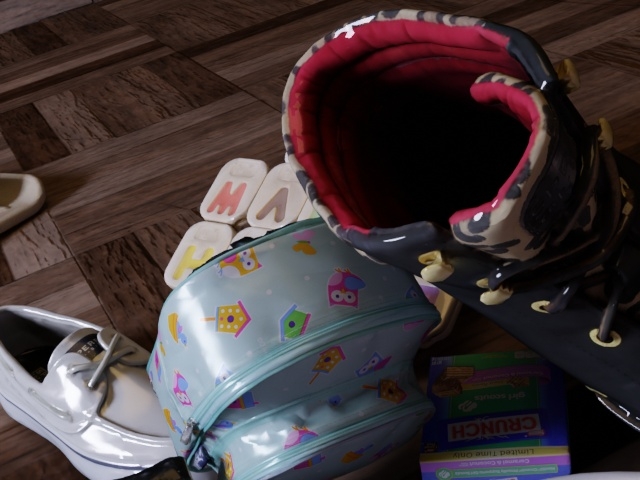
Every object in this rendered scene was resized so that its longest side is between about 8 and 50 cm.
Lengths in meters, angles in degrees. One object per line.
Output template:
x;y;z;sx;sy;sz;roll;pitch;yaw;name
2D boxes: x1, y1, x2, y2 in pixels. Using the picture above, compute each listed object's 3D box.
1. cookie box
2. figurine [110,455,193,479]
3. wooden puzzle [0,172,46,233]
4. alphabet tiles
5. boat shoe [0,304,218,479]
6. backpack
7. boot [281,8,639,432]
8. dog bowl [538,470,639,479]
0.114;0.118;0.621;0.092;0.040;0.107;-6;29;14;cookie box
-0.146;0.211;0.468;0.210;0.092;0.215;-8;25;-19;figurine
-0.555;-0.007;1.144;0.322;0.080;0.348;5;33;32;wooden puzzle
0.000;0.000;0.788;0.284;0.021;0.277;9;63;37;alphabet tiles
-0.167;0.107;0.726;0.096;0.088;0.268;-34;34;-33;boat shoe
-0.014;0.072;0.582;0.166;0.188;0.144;-17;61;-20;backpack
0.161;0.024;0.475;0.138;0.284;0.377;-55;40;7;boot
0.121;0.216;0.363;0.265;0.104;0.265;-12;27;6;dog bowl
